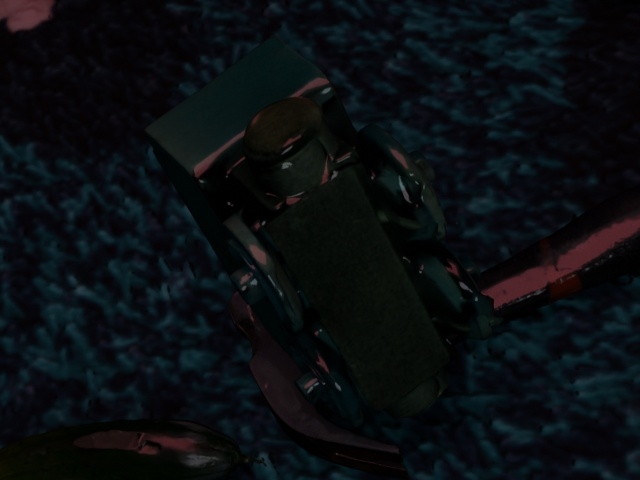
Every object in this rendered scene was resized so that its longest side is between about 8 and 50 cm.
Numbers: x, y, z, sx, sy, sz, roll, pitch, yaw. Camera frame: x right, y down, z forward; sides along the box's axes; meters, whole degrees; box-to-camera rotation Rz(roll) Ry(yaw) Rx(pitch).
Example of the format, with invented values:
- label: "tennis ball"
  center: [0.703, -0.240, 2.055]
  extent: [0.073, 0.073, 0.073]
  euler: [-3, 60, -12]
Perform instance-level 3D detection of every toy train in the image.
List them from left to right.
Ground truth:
- label: "toy train"
  center: [0.000, 0.000, 0.794]
  extent: [0.107, 0.198, 0.154]
  euler: [-36, 41, -9]

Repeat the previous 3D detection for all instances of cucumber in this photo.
- label: "cucumber"
  center: [-0.112, 0.117, 0.874]
  extent: [0.168, 0.039, 0.039]
  euler: [-5, 57, 11]

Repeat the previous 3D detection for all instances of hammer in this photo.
- label: "hammer"
  center: [0.102, 0.033, 0.878]
  extent: [0.290, 0.037, 0.137]
  euler: [-23, 56, -2]
